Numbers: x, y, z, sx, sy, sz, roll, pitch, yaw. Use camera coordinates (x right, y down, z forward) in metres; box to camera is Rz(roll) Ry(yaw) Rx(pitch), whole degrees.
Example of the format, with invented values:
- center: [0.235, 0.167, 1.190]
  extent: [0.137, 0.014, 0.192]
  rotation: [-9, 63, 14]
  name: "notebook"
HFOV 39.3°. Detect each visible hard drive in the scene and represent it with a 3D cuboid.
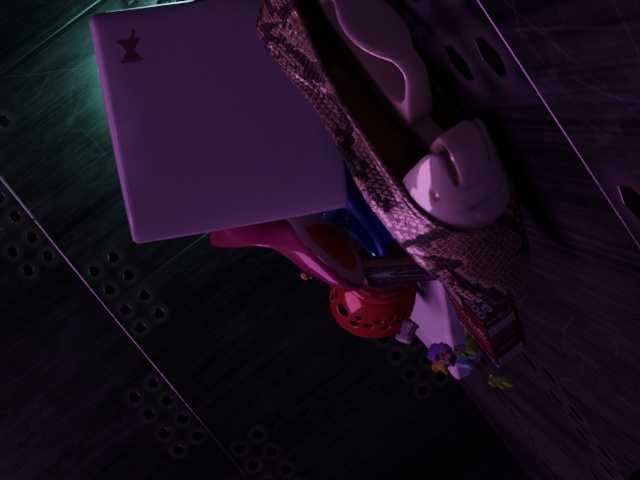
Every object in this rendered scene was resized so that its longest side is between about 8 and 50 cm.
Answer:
- center: [0.244, 0.125, 2.023]
  extent: [0.233, 0.047, 0.353]
  rotation: [49, 161, 47]
  name: "hard drive"

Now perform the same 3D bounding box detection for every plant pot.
- center: [0.116, 0.092, 1.932]
  extent: [0.191, 0.191, 0.174]
  rotation: [52, 160, 26]
  name: "plant pot"

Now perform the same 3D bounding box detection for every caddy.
- center: [0.073, -0.085, 1.713]
  extent: [0.241, 0.179, 0.341]
  rotation: [52, 178, 5]
  name: "caddy"

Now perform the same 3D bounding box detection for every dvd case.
- center: [0.173, 0.057, 1.742]
  extent: [0.164, 0.221, 0.018]
  rotation: [60, -153, -74]
  name: "dvd case"

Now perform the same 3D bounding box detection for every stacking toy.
- center: [0.284, 0.239, 1.890]
  extent: [0.221, 0.052, 0.167]
  rotation: [8, 154, 48]
  name: "stacking toy"

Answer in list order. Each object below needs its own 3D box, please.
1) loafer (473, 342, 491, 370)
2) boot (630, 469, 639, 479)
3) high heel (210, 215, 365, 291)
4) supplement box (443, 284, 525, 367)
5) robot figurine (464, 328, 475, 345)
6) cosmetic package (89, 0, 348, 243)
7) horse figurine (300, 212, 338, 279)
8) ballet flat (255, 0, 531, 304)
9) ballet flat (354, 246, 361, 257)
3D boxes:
- center: [0.335, 0.238, 2.419]
  extent: [0.302, 0.095, 0.109]
  rotation: [53, 178, 7]
  name: "loafer"
- center: [0.577, 0.456, 1.520]
  extent: [0.099, 0.045, 0.121]
  rotation: [56, -176, -21]
  name: "boot"
- center: [-0.068, 0.023, 1.652]
  extent: [0.127, 0.181, 0.377]
  rotation: [2, -148, -43]
  name: "high heel"
- center: [0.308, 0.136, 1.688]
  extent: [0.130, 0.073, 0.239]
  rotation: [52, 177, 32]
  name: "supplement box"
- center: [0.345, 0.216, 2.228]
  extent: [0.115, 0.067, 0.101]
  rotation: [53, 169, -27]
  name: "robot figurine"
- center: [-0.172, -0.218, 1.429]
  extent: [0.393, 0.330, 0.327]
  rotation: [-131, 33, -72]
  name: "cosmetic package"
- center: [-0.022, -0.026, 1.819]
  extent: [0.263, 0.066, 0.174]
  rotation: [52, -142, 3]
  name: "horse figurine"
- center: [0.093, -0.141, 1.028]
  extent: [0.482, 0.164, 0.182]
  rotation: [54, 158, 8]
  name: "ballet flat"
- center: [0.000, 0.000, 1.741]
  extent: [0.173, 0.049, 0.057]
  rotation: [34, -170, -4]
  name: "ballet flat"
